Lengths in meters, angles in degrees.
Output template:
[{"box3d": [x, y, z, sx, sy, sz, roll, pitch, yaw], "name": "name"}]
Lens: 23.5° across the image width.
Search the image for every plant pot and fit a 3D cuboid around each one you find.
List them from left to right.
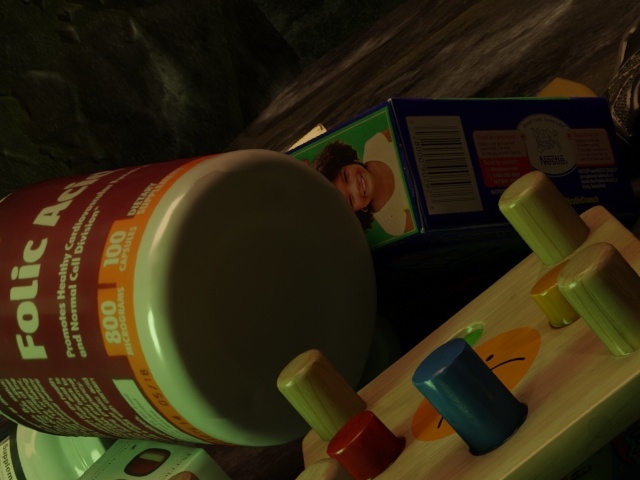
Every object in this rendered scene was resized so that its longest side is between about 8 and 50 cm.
[{"box3d": [0.253, -0.107, 1.533, 0.081, 0.081, 0.083, -44, 22, -15], "name": "plant pot"}]

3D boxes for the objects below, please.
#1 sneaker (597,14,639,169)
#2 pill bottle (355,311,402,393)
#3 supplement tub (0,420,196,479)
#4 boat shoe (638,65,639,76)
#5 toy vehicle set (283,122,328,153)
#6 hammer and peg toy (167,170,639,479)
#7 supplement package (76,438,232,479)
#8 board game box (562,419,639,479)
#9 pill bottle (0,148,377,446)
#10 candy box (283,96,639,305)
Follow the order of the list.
[{"box3d": [0.331, -0.157, 1.455, 0.130, 0.087, 0.227, -22, 24, 53], "name": "sneaker"}, {"box3d": [-0.002, 0.116, 1.461, 0.094, 0.094, 0.169, -46, 12, -26], "name": "pill bottle"}, {"box3d": [-0.265, 0.267, 1.500, 0.272, 0.191, 0.191, -37, 12, 17], "name": "supplement tub"}, {"box3d": [0.407, -0.190, 1.220, 0.342, 0.123, 0.123, -33, 14, 35], "name": "boat shoe"}, {"box3d": [0.000, 0.000, 1.600, 0.166, 0.267, 0.035, -41, 56, 5], "name": "toy vehicle set"}, {"box3d": [0.057, 0.128, 0.893, 0.361, 0.127, 0.266, -39, 13, 6], "name": "hammer and peg toy"}, {"box3d": [-0.134, 0.255, 1.259, 0.139, 0.134, 0.244, -45, 12, -20], "name": "supplement package"}, {"box3d": [0.145, 0.162, 0.920, 0.210, 0.047, 0.160, -37, 11, 22], "name": "board game box"}, {"box3d": [-0.163, 0.052, 1.269, 0.392, 0.224, 0.224, -6, 34, 47], "name": "pill bottle"}, {"box3d": [0.069, -0.024, 1.369, 0.268, 0.122, 0.317, -4, -14, -40], "name": "candy box"}]
